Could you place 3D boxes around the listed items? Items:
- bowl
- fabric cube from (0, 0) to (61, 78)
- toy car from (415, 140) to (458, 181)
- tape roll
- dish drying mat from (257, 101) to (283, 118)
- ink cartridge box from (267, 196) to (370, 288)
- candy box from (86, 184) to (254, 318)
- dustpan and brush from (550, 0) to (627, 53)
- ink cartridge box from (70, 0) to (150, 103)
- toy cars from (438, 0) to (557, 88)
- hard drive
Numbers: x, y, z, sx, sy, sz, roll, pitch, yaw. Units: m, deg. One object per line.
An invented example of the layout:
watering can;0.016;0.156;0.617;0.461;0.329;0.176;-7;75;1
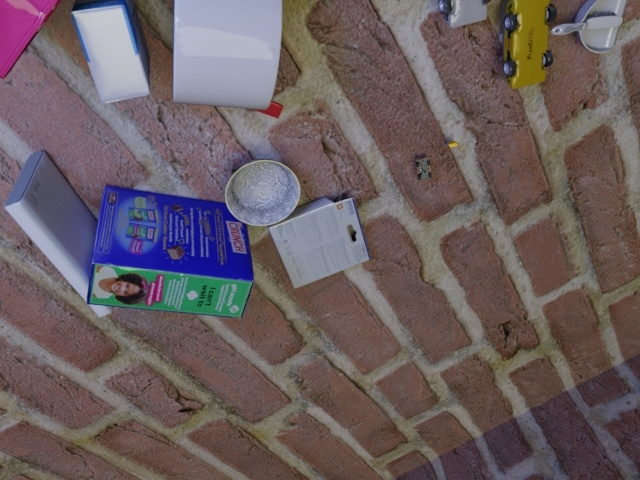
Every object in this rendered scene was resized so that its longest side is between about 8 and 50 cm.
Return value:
bowl;-0.135;-0.124;1.227;0.169;0.080;0.170;-7;127;-10
fabric cube;-0.494;-0.447;0.781;0.259;0.254;0.258;-43;125;18
toy car;0.284;-0.194;1.312;0.121;0.040;0.060;-27;107;8
tape roll;-0.172;-0.358;0.941;0.168;0.246;0.246;0;126;-16
dish drying mat;-0.123;-0.289;1.154;0.083;0.008;0.032;15;121;-25
ink cartridge box;0.000;0.000;1.377;0.223;0.045;0.224;-20;129;-1
candy box;-0.318;0.022;1.167;0.316;0.268;0.122;7;127;-20
dustpan and brush;0.586;-0.474;1.173;0.210;0.060;0.148;-9;128;-9
ink cartridge box;-0.353;-0.348;0.926;0.085;0.203;0.148;-13;128;-8
toy cars;0.350;-0.477;1.098;0.393;0.087;0.176;31;108;-28
hard drive;-0.522;-0.012;1.128;0.040;0.203;0.308;-20;128;2
